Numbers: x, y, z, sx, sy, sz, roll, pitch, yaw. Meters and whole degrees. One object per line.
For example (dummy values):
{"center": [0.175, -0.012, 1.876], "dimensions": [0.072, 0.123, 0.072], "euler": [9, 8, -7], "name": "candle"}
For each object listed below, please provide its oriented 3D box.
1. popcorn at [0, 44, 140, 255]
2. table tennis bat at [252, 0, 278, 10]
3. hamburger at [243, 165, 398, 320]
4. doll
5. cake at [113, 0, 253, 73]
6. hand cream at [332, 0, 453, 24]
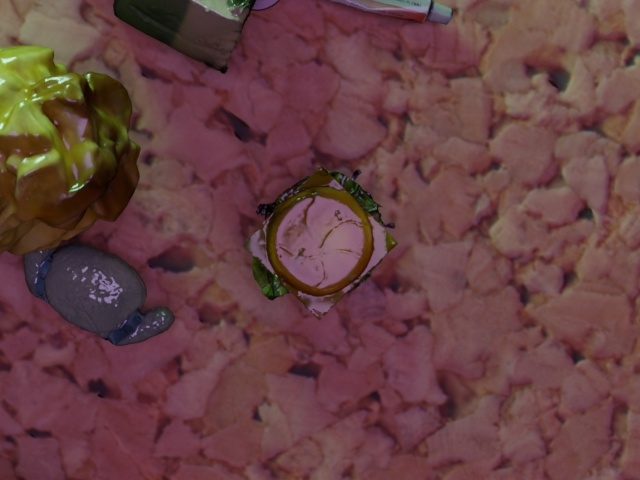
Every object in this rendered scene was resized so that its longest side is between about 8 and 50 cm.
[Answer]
{"center": [-0.346, -0.089, 1.266], "dimensions": [0.332, 0.265, 0.225], "euler": [-36, 80, 36], "name": "popcorn"}
{"center": [-0.061, -0.362, 1.386], "dimensions": [0.087, 0.013, 0.156], "euler": [35, 93, -8], "name": "table tennis bat"}
{"center": [-0.004, 0.001, 1.394], "dimensions": [0.190, 0.093, 0.164], "euler": [-34, 98, -4], "name": "hamburger"}
{"center": [-0.284, 0.061, 1.372], "dimensions": [0.214, 0.071, 0.103], "euler": [32, 90, -5], "name": "doll"}
{"center": [-0.117, -0.360, 1.293], "dimensions": [0.158, 0.172, 0.283], "euler": [27, 91, -8], "name": "cake"}
{"center": [0.063, -0.312, 1.395], "dimensions": [0.216, 0.038, 0.052], "euler": [16, 66, -7], "name": "hand cream"}
